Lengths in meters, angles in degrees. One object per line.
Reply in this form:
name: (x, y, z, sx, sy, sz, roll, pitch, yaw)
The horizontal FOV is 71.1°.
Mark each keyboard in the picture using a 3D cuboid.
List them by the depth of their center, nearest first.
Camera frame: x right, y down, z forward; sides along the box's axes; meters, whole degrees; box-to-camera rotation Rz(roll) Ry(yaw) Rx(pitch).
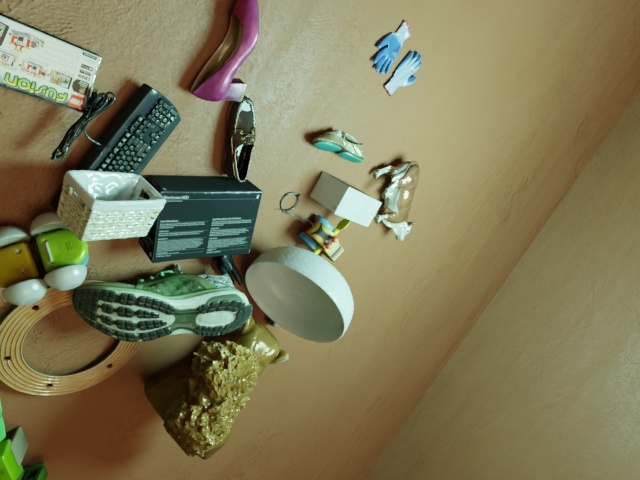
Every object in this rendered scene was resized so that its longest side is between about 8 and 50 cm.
keyboard: (-0.433, -0.184, 0.915, 0.317, 0.033, 0.201, -53, 151, 0)

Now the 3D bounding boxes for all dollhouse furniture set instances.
dollhouse furniture set: (-0.866, 0.587, 1.072, 0.302, 0.151, 0.197, -14, 107, -14)

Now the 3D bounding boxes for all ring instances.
ring: (-0.598, 0.235, 1.090, 0.337, 0.032, 0.336, -23, 131, -30)

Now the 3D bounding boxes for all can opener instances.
can opener: (-0.263, 0.074, 1.261, 0.059, 0.073, 0.186, 0, 143, 4)

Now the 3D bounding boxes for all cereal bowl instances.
cereal bowl: (-0.047, 0.141, 1.322, 0.141, 0.339, 0.338, -54, 146, -37)

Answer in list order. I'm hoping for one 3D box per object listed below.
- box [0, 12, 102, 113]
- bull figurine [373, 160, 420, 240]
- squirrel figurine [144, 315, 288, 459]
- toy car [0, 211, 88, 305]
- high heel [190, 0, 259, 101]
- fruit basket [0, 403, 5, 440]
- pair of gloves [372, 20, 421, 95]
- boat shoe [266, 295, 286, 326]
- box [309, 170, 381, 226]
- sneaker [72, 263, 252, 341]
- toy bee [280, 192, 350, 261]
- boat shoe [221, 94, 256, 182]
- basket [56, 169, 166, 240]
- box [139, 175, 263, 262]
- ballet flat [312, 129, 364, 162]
box: (-0.508, -0.313, 0.779, 0.207, 0.036, 0.114, 12, 109, -46)
bull figurine: (0.257, -0.130, 1.554, 0.189, 0.101, 0.310, -17, 129, -31)
squirrel figurine: (-0.259, 0.391, 1.250, 0.370, 0.281, 0.397, -40, -179, -20)
toy car: (-0.562, 0.042, 0.913, 0.182, 0.159, 0.136, -22, 170, -14)
high heel: (-0.206, -0.418, 0.956, 0.117, 0.082, 0.243, -6, 130, -38)
fruit basket: (-0.815, 0.301, 0.788, 0.392, 0.283, 0.391, -42, 147, -37)
pair of gloves: (0.230, -0.522, 1.312, 0.159, 0.023, 0.198, -49, 138, -3)
boat shoe: (-0.143, 0.222, 1.484, 0.040, 0.049, 0.141, 17, 104, -7)
box: (0.078, -0.125, 1.373, 0.171, 0.130, 0.090, 18, 105, -48)
sneaker: (-0.386, 0.137, 1.118, 0.411, 0.182, 0.157, 9, 122, -31)
toy bee: (0.000, 0.000, 1.369, 0.299, 0.162, 0.195, 18, 107, -47)
boat shoe: (-0.189, -0.244, 1.092, 0.073, 0.073, 0.206, -10, 123, -37)
basket: (-0.426, -0.069, 0.913, 0.167, 0.113, 0.103, -10, 135, -58)
box: (-0.293, -0.058, 1.106, 0.262, 0.103, 0.184, -5, 124, -40)
ballet flat: (0.054, -0.283, 1.302, 0.206, 0.073, 0.067, 12, 82, -49)
